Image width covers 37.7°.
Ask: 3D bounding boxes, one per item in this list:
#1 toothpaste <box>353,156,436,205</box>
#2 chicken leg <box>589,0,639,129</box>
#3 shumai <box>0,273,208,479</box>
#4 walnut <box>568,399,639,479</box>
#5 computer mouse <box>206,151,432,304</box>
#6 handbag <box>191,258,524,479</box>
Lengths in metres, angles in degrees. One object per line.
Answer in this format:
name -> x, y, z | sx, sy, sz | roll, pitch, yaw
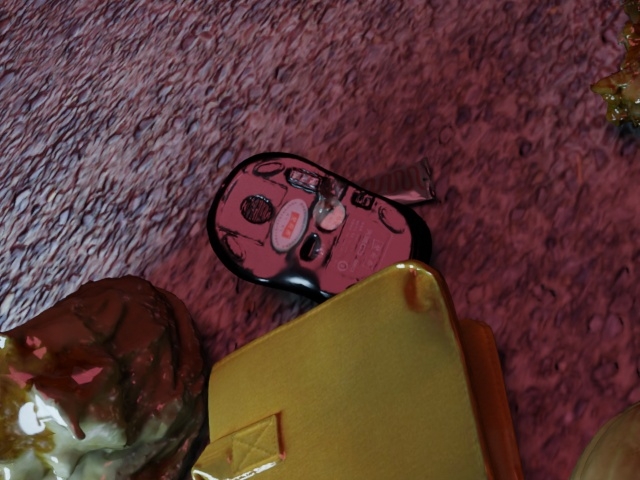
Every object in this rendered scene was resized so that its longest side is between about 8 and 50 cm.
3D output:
toothpaste -> 0.022, -0.038, 1.016 | 0.205, 0.036, 0.056 | -17, 54, 12
chicken leg -> 0.321, -0.171, 0.923 | 0.101, 0.085, 0.208 | -25, 39, 26
shumai -> -0.271, 0.128, 0.904 | 0.267, 0.262, 0.314 | 5, 58, 31
walnut -> 0.260, 0.203, 0.591 | 0.227, 0.228, 0.228 | -15, 51, 19
computer mouse -> 0.000, 0.000, 0.949 | 0.233, 0.096, 0.137 | 25, 89, 17
handbag -> 0.028, 0.236, 0.753 | 0.283, 0.133, 0.401 | -23, 48, 19
